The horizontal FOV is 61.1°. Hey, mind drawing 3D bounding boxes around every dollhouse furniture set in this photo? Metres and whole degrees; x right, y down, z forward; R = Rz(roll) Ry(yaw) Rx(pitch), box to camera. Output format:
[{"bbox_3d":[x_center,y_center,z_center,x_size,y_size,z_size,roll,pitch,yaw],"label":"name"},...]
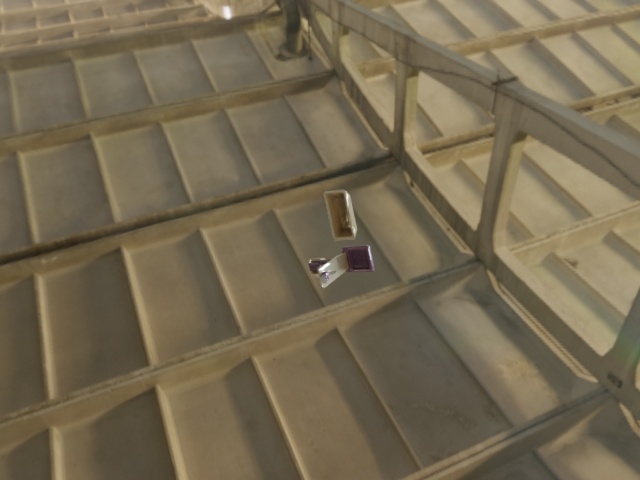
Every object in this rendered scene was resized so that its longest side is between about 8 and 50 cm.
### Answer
[{"bbox_3d":[0.000,0.000,0.678,0.090,0.115,0.081,-3,-164,36],"label":"dollhouse furniture set"}]
